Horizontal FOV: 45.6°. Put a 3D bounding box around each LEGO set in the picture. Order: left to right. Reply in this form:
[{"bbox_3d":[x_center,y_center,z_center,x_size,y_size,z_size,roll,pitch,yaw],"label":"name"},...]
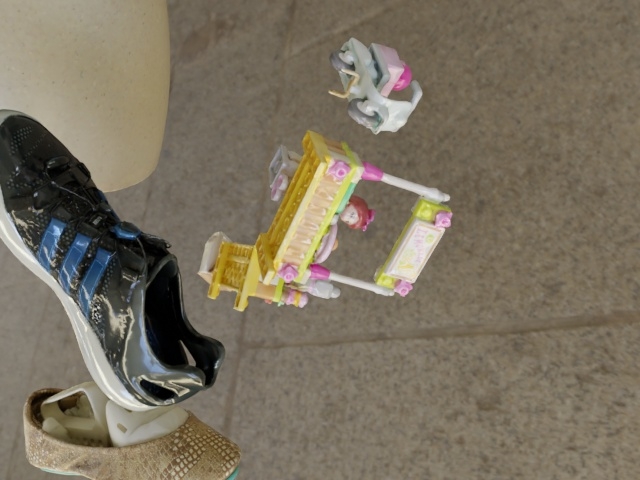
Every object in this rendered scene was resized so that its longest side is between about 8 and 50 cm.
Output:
[{"bbox_3d":[0.000,0.000,0.559,0.287,0.107,0.132,-51,31,46],"label":"LEGO set"}]

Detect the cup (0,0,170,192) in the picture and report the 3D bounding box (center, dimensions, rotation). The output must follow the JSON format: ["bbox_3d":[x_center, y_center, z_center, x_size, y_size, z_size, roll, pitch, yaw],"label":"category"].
[{"bbox_3d":[-0.276,-0.228,0.712,0.331,0.331,0.236,53,125,46],"label":"cup"}]

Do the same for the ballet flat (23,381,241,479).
[{"bbox_3d":[-0.147,0.135,0.541,0.206,0.073,0.067,-6,104,33],"label":"ballet flat"}]

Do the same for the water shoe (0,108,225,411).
[{"bbox_3d":[-0.124,0.006,0.456,0.080,0.203,0.073,-18,19,26],"label":"water shoe"}]
